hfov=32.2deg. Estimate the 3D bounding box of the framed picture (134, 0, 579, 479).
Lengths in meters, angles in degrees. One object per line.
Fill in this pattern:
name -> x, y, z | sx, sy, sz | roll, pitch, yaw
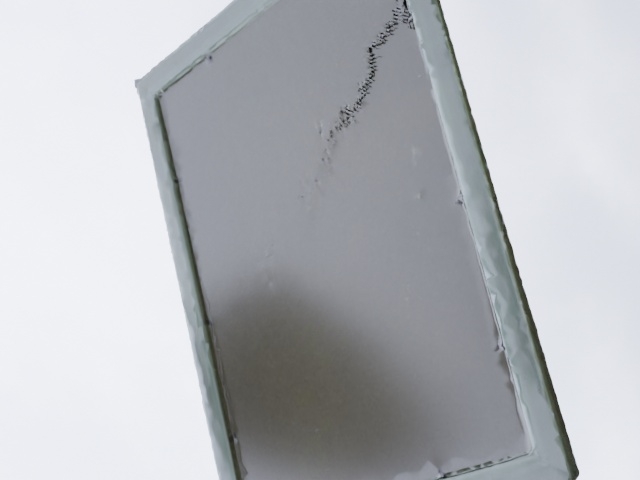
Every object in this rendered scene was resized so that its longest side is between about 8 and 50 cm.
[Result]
framed picture -> 0.000, 0.000, 0.561 | 0.018, 0.231, 0.293 | 1, -111, -44
